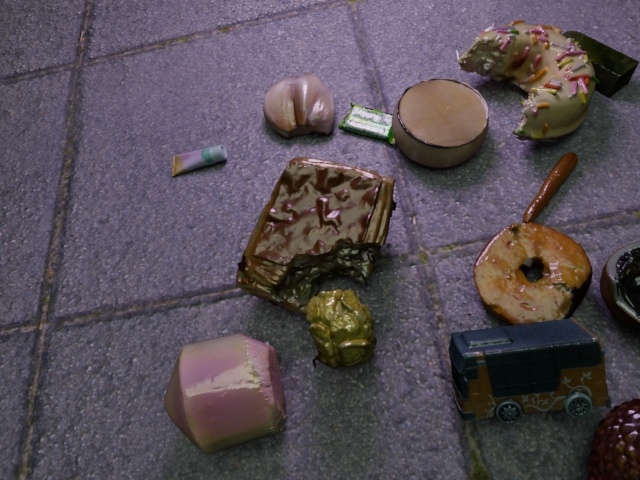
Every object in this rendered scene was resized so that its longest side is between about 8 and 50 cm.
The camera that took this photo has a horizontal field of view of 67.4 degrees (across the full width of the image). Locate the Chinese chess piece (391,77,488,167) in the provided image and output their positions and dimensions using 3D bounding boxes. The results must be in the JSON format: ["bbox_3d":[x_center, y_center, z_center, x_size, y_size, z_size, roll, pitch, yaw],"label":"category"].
[{"bbox_3d":[0.324,-0.321,1.308,0.258,0.104,0.256,-1,64,3],"label":"Chinese chess piece"}]

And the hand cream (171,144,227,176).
[{"bbox_3d":[-0.368,-0.243,1.439,0.175,0.047,0.076,-12,63,13],"label":"hand cream"}]

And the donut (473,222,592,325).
[{"bbox_3d":[0.470,0.081,1.080,0.254,0.118,0.253,-3,61,6],"label":"donut"}]

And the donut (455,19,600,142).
[{"bbox_3d":[0.577,-0.443,1.290,0.308,0.150,0.370,-18,64,-16],"label":"donut"}]

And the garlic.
[{"bbox_3d":[-0.067,-0.419,1.439,0.218,0.110,0.227,-7,62,10],"label":"garlic"}]

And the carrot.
[{"bbox_3d":[0.579,-0.132,1.213,0.043,0.043,0.247,34,74,23],"label":"carrot"}]

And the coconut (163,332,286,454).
[{"bbox_3d":[-0.207,0.320,1.023,0.246,0.233,0.232,-14,62,2],"label":"coconut"}]

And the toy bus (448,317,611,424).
[{"bbox_3d":[0.400,0.255,0.955,0.276,0.138,0.166,-9,100,7],"label":"toy bus"}]

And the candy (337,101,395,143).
[{"bbox_3d":[0.151,-0.342,1.401,0.179,0.032,0.102,19,71,17],"label":"candy"}]

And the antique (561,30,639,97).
[{"bbox_3d":[0.761,-0.506,1.355,0.081,0.080,0.221,-37,62,-11],"label":"antique"}]

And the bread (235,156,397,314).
[{"bbox_3d":[0.000,0.000,1.168,0.315,0.191,0.369,16,79,11],"label":"bread"}]

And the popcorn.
[{"bbox_3d":[0.037,0.199,1.048,0.173,0.195,0.168,-44,70,-13],"label":"popcorn"}]

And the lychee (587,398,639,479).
[{"bbox_3d":[0.587,0.402,0.829,0.236,0.236,0.271,37,89,24],"label":"lychee"}]

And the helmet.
[{"bbox_3d":[0.698,0.114,1.016,0.198,0.130,0.224,-42,74,-8],"label":"helmet"}]
